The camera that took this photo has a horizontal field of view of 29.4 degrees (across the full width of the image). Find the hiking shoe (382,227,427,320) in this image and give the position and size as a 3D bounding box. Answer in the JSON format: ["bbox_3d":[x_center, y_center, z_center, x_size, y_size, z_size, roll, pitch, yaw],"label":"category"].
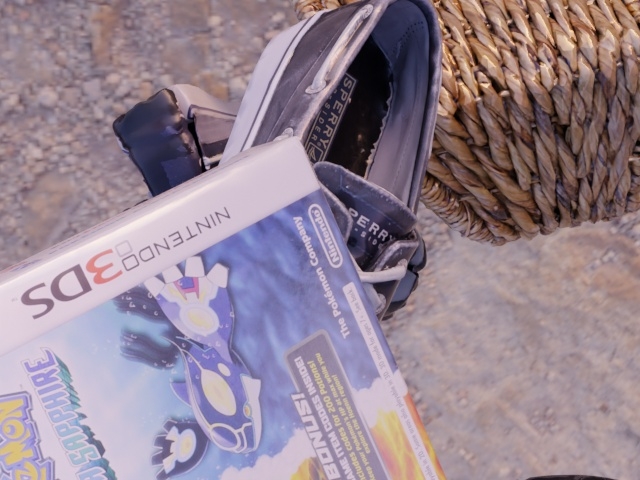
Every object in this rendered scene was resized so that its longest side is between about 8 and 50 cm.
[{"bbox_3d":[-0.012,0.066,0.946,0.113,0.304,0.132,-6,135,28],"label":"hiking shoe"}]

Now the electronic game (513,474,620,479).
[{"bbox_3d":[0.107,0.194,0.644,0.229,0.229,0.048,-11,108,27],"label":"electronic game"}]

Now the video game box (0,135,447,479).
[{"bbox_3d":[-0.048,0.086,0.481,0.048,0.187,0.205,-9,108,59],"label":"video game box"}]

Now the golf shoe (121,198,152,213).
[{"bbox_3d":[-0.198,-0.017,1.525,0.094,0.198,0.077,-34,77,36],"label":"golf shoe"}]

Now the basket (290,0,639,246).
[{"bbox_3d":[0.087,-0.135,0.903,0.223,0.213,0.299,-14,51,-7],"label":"basket"}]

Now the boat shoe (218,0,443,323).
[{"bbox_3d":[0.000,0.000,0.617,0.108,0.301,0.102,35,148,-29],"label":"boat shoe"}]

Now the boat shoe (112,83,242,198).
[{"bbox_3d":[-0.089,-0.060,1.290,0.127,0.340,0.158,-28,80,22],"label":"boat shoe"}]
